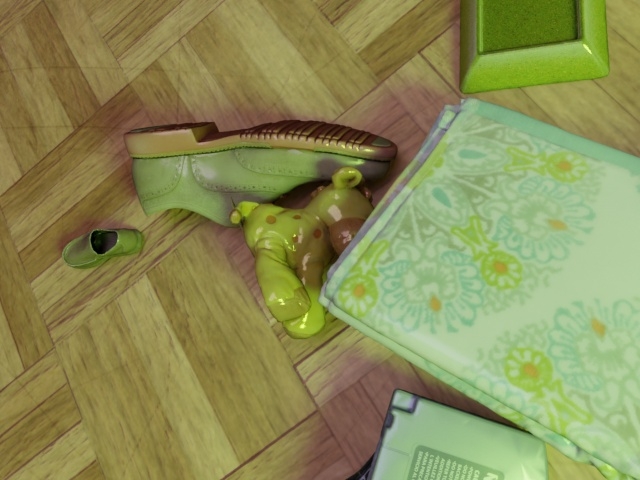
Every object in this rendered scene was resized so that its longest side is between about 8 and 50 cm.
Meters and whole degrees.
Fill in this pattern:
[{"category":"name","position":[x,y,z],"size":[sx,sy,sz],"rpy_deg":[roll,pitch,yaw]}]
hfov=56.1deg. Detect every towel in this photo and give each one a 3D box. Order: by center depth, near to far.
[{"category":"towel","position":[0.226,0.027,0.637],"size":[0.374,0.090,0.320],"rpy_deg":[28,68,22]}]

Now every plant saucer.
[{"category":"plant saucer","position":[0.277,-0.300,0.797],"size":[0.188,0.045,0.188],"rpy_deg":[-2,74,22]}]

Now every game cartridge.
[{"category":"game cartridge","position":[0.130,0.330,0.638],"size":[0.196,0.060,0.294],"rpy_deg":[17,80,9]}]

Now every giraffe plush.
[{"category":"giraffe plush","position":[0.000,0.000,0.762],"size":[0.170,0.181,0.210],"rpy_deg":[-25,84,1]}]

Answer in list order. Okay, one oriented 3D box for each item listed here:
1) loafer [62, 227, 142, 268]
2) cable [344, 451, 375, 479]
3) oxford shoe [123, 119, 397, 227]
[{"category":"loafer","position":[-0.358,0.006,0.963],"size":[0.148,0.050,0.056],"rpy_deg":[-17,69,17]},{"category":"cable","position":[0.048,0.314,0.723],"size":[0.139,0.072,0.287],"rpy_deg":[29,74,43]},{"category":"oxford shoe","position":[-0.086,-0.095,0.862],"size":[0.397,0.140,0.146],"rpy_deg":[3,107,18]}]
